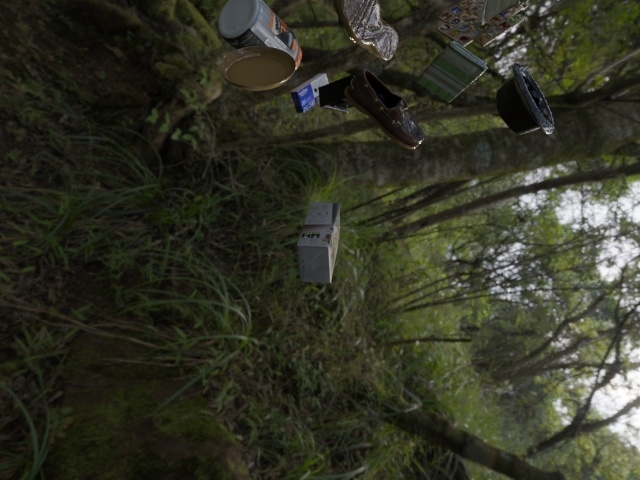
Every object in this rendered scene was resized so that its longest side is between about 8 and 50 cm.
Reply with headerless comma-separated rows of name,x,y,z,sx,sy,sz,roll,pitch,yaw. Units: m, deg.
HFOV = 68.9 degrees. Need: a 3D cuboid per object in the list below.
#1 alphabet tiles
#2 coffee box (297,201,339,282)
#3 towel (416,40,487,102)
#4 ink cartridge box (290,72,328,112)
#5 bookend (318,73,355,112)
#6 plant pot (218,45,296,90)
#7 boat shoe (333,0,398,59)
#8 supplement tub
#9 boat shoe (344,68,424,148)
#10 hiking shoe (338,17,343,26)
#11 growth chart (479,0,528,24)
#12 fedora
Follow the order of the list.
alphabet tiles,0.695,-0.971,2.041,0.285,0.343,0.011,51,-9,30
coffee box,0.000,0.000,1.766,0.297,0.119,0.168,-76,166,-52
towel,0.324,-0.418,1.163,0.113,0.023,0.152,29,-26,-13
ink cartridge box,-0.040,-0.648,2.049,0.046,0.207,0.097,13,-46,39
bookend,0.103,-0.517,1.659,0.157,0.156,0.072,-5,90,-49
plant pot,-0.194,-0.529,1.445,0.032,0.237,0.236,93,-18,-51
boat shoe,0.116,-0.639,1.375,0.110,0.121,0.341,33,8,29
supplement tub,-0.216,-0.763,1.765,0.316,0.194,0.193,21,44,-59
boat shoe,0.148,-0.278,0.996,0.207,0.073,0.073,34,47,-17
hiking shoe,0.153,-1.124,2.315,0.227,0.086,0.114,47,-28,52
growth chart,0.671,-0.884,1.690,0.237,0.021,0.171,12,-97,64
fedora,0.843,-0.571,1.972,0.334,0.153,0.333,27,49,-36
